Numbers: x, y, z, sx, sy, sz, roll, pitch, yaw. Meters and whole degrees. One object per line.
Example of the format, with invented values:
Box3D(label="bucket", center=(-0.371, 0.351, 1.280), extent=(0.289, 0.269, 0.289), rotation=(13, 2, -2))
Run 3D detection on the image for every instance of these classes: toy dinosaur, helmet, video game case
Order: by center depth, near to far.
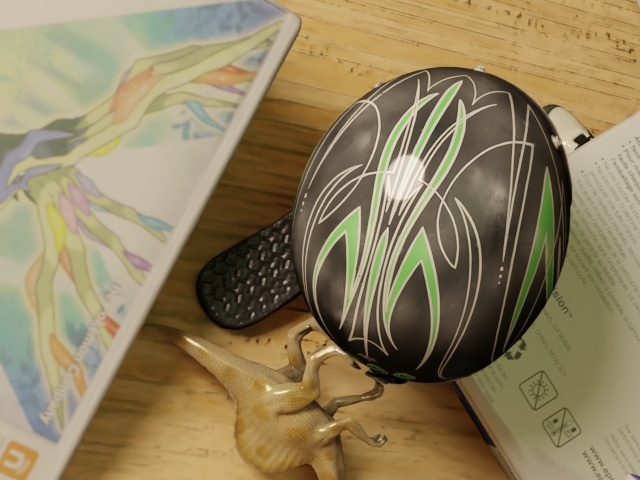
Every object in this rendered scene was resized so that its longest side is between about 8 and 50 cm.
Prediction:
Box3D(label="video game case", center=(-0.213, -0.055, 0.704), extent=(0.300, 0.036, 0.329), rotation=(29, 84, -14))
Box3D(label="helmet", center=(0.062, -0.009, 0.718), extent=(0.169, 0.161, 0.169), rotation=(-3, 60, 6))
Box3D(label="toy dinosaur", center=(-0.022, 0.094, 0.777), extent=(0.092, 0.053, 0.183), rotation=(-45, 99, -1))

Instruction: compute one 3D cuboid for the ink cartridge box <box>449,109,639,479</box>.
Box3D(label="ink cartridge box", center=(0.263, 0.071, 0.842), extent=(0.330, 0.071, 0.324), rotation=(-31, 87, -6))

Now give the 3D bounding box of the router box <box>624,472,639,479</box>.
Box3D(label="router box", center=(0.176, 0.302, 0.555), extent=(0.082, 0.335, 0.301), rotation=(23, 95, -15))

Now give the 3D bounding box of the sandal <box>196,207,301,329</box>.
Box3D(label="sandal", center=(0.000, 0.000, 0.832), extent=(0.179, 0.040, 0.067), rotation=(-28, 83, -12))

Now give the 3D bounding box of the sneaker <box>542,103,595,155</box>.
Box3D(label="sneaker", center=(0.199, -0.057, 0.921), extent=(0.040, 0.044, 0.109), rotation=(-42, 93, -23))

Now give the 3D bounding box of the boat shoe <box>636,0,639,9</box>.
Box3D(label="boat shoe", center=(0.299, -0.265, 0.999), extent=(0.081, 0.069, 0.227), rotation=(18, 71, -18))
